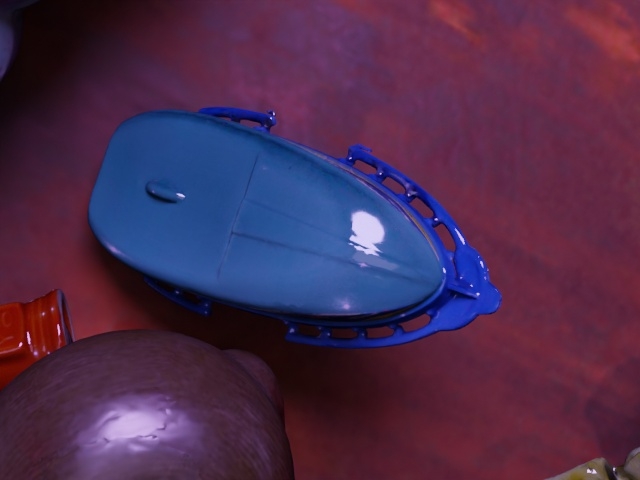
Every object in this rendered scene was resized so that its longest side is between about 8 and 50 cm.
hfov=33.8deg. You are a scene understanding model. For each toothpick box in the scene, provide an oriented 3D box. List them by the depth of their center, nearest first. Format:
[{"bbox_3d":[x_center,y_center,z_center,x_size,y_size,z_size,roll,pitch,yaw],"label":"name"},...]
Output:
[{"bbox_3d":[-0.144,0.049,0.432,0.083,0.047,0.047,-10,95,-10],"label":"toothpick box"}]

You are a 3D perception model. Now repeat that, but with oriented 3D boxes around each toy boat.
[{"bbox_3d":[0.000,0.000,0.436,0.175,0.110,0.091,18,89,31],"label":"toy boat"}]

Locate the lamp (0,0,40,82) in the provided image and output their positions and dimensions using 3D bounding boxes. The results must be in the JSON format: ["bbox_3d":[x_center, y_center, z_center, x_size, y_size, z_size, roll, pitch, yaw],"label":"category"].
[{"bbox_3d":[-0.176,-0.114,0.323,0.247,0.247,0.301,30,96,-8],"label":"lamp"}]

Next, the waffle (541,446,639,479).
[{"bbox_3d":[0.117,0.205,0.486,0.223,0.054,0.204,-21,97,-6],"label":"waffle"}]

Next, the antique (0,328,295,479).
[{"bbox_3d":[-0.114,0.136,0.383,0.256,0.121,0.143,-32,111,-7],"label":"antique"}]
